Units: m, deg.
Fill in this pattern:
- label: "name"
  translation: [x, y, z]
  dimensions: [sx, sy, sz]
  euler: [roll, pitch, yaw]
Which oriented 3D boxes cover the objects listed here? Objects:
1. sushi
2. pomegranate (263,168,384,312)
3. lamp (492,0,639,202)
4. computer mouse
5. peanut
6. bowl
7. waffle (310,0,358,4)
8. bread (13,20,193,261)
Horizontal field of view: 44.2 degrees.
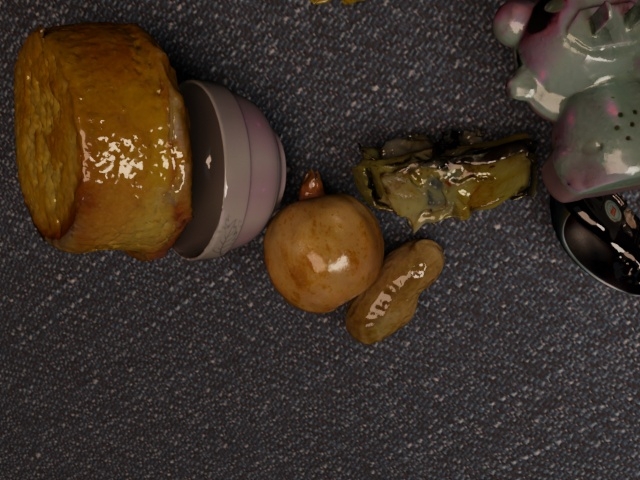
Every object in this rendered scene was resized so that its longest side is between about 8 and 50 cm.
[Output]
- label: "sushi"
  translation: [0.197, -0.101, 1.255]
  dimensions: [0.291, 0.131, 0.139]
  euler: [-6, 131, 10]
- label: "pomegranate"
  translation: [0.005, 0.016, 1.294]
  dimensions: [0.207, 0.207, 0.207]
  euler: [5, 111, 13]
- label: "lamp"
  translation: [0.381, -0.220, 1.072]
  dimensions: [0.247, 0.247, 0.301]
  euler: [-11, 83, 0]
- label: "computer mouse"
  translation: [0.431, -0.008, 1.213]
  dimensions: [0.233, 0.137, 0.096]
  euler: [49, 133, 0]
- label: "peanut"
  translation: [0.128, 0.086, 1.354]
  dimensions: [0.108, 0.095, 0.226]
  euler: [24, 113, -30]
- label: "bowl"
  translation: [-0.156, -0.112, 1.290]
  dimensions: [0.287, 0.144, 0.286]
  euler: [2, 92, 57]
- label: "waffle"
  translation: [0.065, -0.507, 1.162]
  dimensions: [0.325, 0.068, 0.302]
  euler: [-17, 104, 21]
- label: "bread"
  translation: [-0.344, -0.151, 1.258]
  dimensions: [0.398, 0.215, 0.398]
  euler: [14, 107, 52]
